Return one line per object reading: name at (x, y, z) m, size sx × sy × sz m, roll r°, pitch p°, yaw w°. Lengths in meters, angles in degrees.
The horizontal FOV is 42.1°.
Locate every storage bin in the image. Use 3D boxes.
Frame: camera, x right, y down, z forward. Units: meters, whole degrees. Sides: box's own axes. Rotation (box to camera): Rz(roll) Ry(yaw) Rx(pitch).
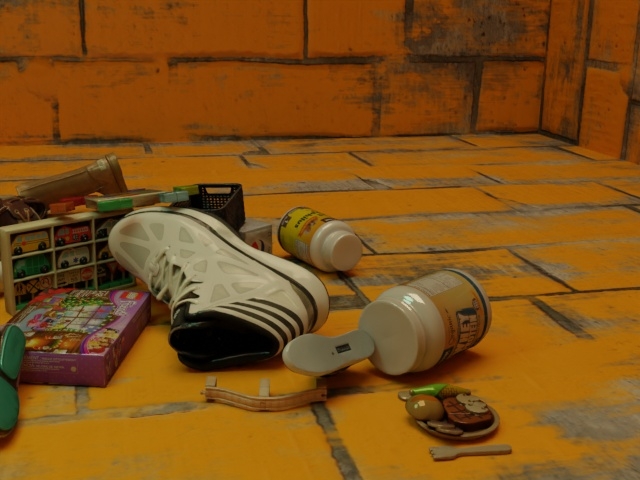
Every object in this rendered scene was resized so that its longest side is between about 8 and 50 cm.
storage bin at (-0.240, -0.057, 1.779) m, size 0.122 × 0.084 × 0.180 m, roll 0°, pitch 21°, yaw 10°

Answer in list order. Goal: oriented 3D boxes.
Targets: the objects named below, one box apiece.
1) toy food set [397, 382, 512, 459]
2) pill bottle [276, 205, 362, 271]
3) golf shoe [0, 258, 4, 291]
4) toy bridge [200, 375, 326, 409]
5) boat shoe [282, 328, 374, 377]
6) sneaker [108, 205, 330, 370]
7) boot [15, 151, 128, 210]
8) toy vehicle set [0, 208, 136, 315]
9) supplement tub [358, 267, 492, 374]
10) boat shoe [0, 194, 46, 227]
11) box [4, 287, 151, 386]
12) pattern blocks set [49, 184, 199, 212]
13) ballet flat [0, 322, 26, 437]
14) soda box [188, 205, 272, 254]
toy food set at (0.189, 0.242, 1.182) m, size 0.132 × 0.038 × 0.192 m, roll -2°, pitch 17°, yaw -10°
pill bottle at (0.000, 0.000, 1.861) m, size 0.117 × 0.117 × 0.215 m, roll -9°, pitch 19°, yaw -32°
golf shoe at (-0.659, 0.096, 1.599) m, size 0.198 × 0.077 × 0.094 m, roll -17°, pitch 38°, yaw -36°
toy bridge at (-0.084, 0.228, 1.235) m, size 0.188 × 0.026 × 0.063 m, roll 1°, pitch 17°, yaw -3°
boat shoe at (-0.002, 0.184, 1.275) m, size 0.183 × 0.065 × 0.083 m, roll -1°, pitch -28°, yaw -45°
sneaker at (-0.228, 0.073, 1.429) m, size 0.448 × 0.169 × 0.257 m, roll 21°, pitch 23°, yaw 19°
boot at (-0.670, -0.131, 2.274) m, size 0.270 × 0.236 × 0.089 m, roll -23°, pitch 64°, yaw -13°
toy vehicle set at (-0.486, 0.035, 1.625) m, size 0.267 × 0.166 × 0.035 m, roll -14°, pitch 22°, yaw -41°
supplement tub at (0.172, 0.133, 1.369) m, size 0.144 × 0.144 × 0.200 m, roll 16°, pitch 22°, yaw 41°
boat shoe at (-0.729, -0.047, 1.986) m, size 0.123 × 0.123 × 0.342 m, roll -2°, pitch 10°, yaw -6°
box at (-0.420, 0.155, 1.408) m, size 0.201 × 0.057 × 0.293 m, roll 3°, pitch 16°, yaw 2°
pattern blocks set at (-0.381, -0.079, 1.634) m, size 0.285 × 0.026 × 0.325 m, roll -9°, pitch 8°, yaw -15°
ballet flat at (-0.468, 0.206, 1.178) m, size 0.079 × 0.077 × 0.221 m, roll -27°, pitch 36°, yaw 6°
soda box at (-0.239, -0.011, 1.918) m, size 0.286 × 0.098 × 0.091 m, roll 16°, pitch 23°, yaw 40°
